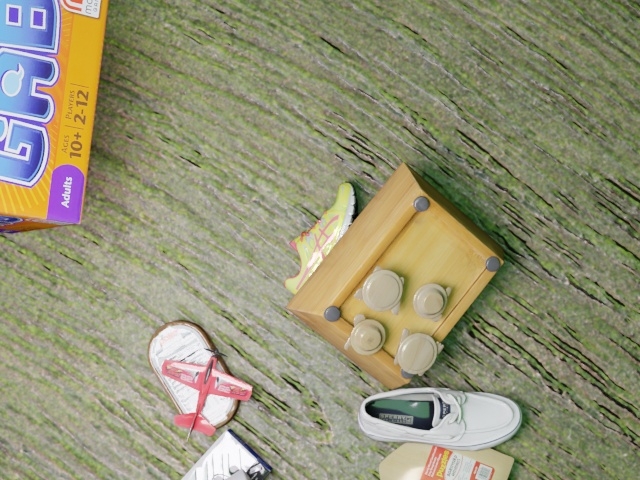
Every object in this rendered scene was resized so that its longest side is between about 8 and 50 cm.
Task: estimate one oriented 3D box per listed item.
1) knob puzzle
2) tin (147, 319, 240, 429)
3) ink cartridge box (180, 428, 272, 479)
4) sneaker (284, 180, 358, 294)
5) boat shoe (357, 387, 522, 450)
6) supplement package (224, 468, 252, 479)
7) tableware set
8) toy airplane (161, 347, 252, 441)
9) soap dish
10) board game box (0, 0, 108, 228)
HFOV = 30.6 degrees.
[{"bbox_3d":[0.184,0.390,1.842,0.213,0.030,0.213,-2,71,7],"label":"knob puzzle"},{"bbox_3d":[-0.203,0.215,1.877,0.106,0.040,0.190,-32,84,-5],"label":"tin"},{"bbox_3d":[-0.180,0.407,1.851,0.097,0.046,0.207,42,88,7],"label":"ink cartridge box"},{"bbox_3d":[0.000,0.000,1.867,0.094,0.081,0.209,18,85,9],"label":"sneaker"},{"bbox_3d":[0.187,0.275,1.819,0.258,0.084,0.095,-5,66,2],"label":"boat shoe"},{"bbox_3d":[-0.155,0.523,1.729,0.262,0.199,0.198,-34,114,-1],"label":"supplement package"},{"bbox_3d":[0.117,0.119,1.735,0.168,0.020,0.141,18,97,-20],"label":"tableware set"},{"bbox_3d":[-0.183,0.243,1.841,0.151,0.028,0.151,0,85,3],"label":"toy airplane"},{"bbox_3d":[0.126,0.062,1.800,0.229,0.118,0.291,40,88,-20],"label":"soap dish"},{"bbox_3d":[-0.552,-0.213,1.710,0.356,0.356,0.356,9,84,-29],"label":"board game box"}]
